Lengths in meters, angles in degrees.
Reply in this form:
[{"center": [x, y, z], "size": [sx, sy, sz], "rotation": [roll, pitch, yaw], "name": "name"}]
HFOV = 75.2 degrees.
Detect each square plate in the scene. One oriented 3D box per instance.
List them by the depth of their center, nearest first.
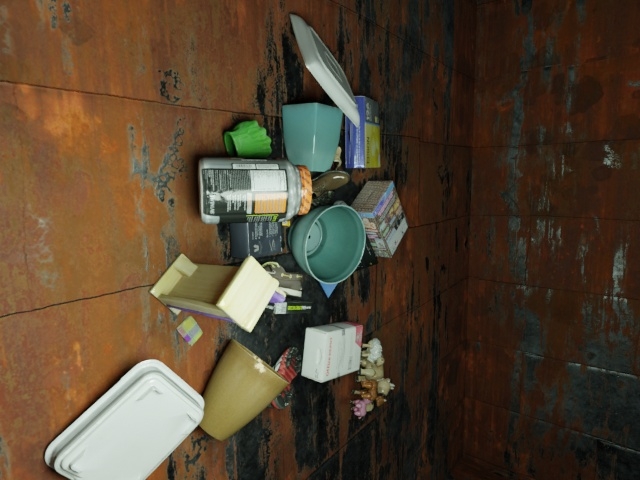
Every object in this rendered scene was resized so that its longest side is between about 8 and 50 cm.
[{"center": [0.027, -0.633, 1.532], "size": [0.347, 0.049, 0.344], "rotation": [35, 33, -48], "name": "square plate"}]

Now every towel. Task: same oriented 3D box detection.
[{"center": [-0.399, 0.276, 1.271], "size": [0.060, 0.009, 0.083], "rotation": [-52, 132, -36], "name": "towel"}]

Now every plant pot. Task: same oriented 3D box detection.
[{"center": [-0.268, 0.484, 1.312], "size": [0.254, 0.237, 0.237], "rotation": [-52, 133, -16], "name": "plant pot"}, {"center": [-0.032, -0.375, 1.545], "size": [0.165, 0.166, 0.234], "rotation": [-10, 105, -51], "name": "plant pot"}, {"center": [0.000, 0.000, 1.575], "size": [0.293, 0.196, 0.292], "rotation": [-11, 107, -38], "name": "plant pot"}]

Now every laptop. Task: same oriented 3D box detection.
[{"center": [0.102, 0.096, 1.784], "size": [0.136, 0.265, 0.234], "rotation": [-97, 164, -54], "name": "laptop"}]

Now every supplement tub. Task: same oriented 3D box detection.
[{"center": [-0.196, -0.148, 1.231], "size": [0.316, 0.193, 0.193], "rotation": [-2, 97, -18], "name": "supplement tub"}]

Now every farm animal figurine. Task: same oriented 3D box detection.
[{"center": [0.249, 0.654, 1.942], "size": [0.330, 0.172, 0.326], "rotation": [103, -9, -61], "name": "farm animal figurine"}]

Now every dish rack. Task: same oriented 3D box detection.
[{"center": [-0.478, 0.506, 1.079], "size": [0.333, 0.072, 0.285], "rotation": [-43, 129, -19], "name": "dish rack"}]

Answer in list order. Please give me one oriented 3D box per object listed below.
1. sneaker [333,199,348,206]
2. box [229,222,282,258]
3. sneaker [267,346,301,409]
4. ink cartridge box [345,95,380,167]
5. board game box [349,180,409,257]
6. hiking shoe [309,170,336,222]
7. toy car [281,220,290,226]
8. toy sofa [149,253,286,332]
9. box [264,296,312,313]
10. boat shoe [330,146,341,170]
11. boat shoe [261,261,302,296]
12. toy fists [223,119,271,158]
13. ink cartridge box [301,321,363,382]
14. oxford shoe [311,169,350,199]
[{"center": [0.118, -0.105, 1.760], "size": [0.258, 0.091, 0.094], "rotation": [21, 89, -68], "name": "sneaker"}, {"center": [-0.217, -0.029, 1.398], "size": [0.158, 0.093, 0.155], "rotation": [-12, 103, -52], "name": "box"}, {"center": [-0.158, 0.504, 1.537], "size": [0.097, 0.135, 0.276], "rotation": [59, 26, -22], "name": "sneaker"}, {"center": [0.195, -0.474, 1.843], "size": [0.307, 0.072, 0.303], "rotation": [-25, 117, -65], "name": "ink cartridge box"}, {"center": [0.282, -0.102, 1.987], "size": [0.232, 0.141, 0.291], "rotation": [-55, 133, -33], "name": "board game box"}, {"center": [0.009, -0.168, 1.653], "size": [0.086, 0.114, 0.226], "rotation": [-32, 119, -45], "name": "hiking shoe"}, {"center": [-0.127, -0.115, 1.538], "size": [0.041, 0.060, 0.122], "rotation": [3, 85, -20], "name": "toy car"}, {"center": [-0.280, 0.147, 1.124], "size": [0.177, 0.363, 0.150], "rotation": [53, 53, -34], "name": "toy sofa"}, {"center": [-0.157, 0.216, 1.431], "size": [0.191, 0.184, 0.045], "rotation": [11, 83, -53], "name": "box"}, {"center": [0.058, -0.326, 1.742], "size": [0.063, 0.059, 0.170], "rotation": [45, 60, -45], "name": "boat shoe"}, {"center": [-0.168, 0.130, 1.467], "size": [0.324, 0.117, 0.096], "rotation": [27, 68, -54], "name": "boat shoe"}, {"center": [-0.220, -0.252, 1.371], "size": [0.142, 0.096, 0.279], "rotation": [-27, 117, -33], "name": "toy fists"}, {"center": [0.056, 0.467, 1.784], "size": [0.283, 0.117, 0.207], "rotation": [6, 89, -53], "name": "ink cartridge box"}, {"center": [0.005, -0.195, 1.549], "size": [0.096, 0.227, 0.082], "rotation": [-101, 171, -47], "name": "oxford shoe"}]
